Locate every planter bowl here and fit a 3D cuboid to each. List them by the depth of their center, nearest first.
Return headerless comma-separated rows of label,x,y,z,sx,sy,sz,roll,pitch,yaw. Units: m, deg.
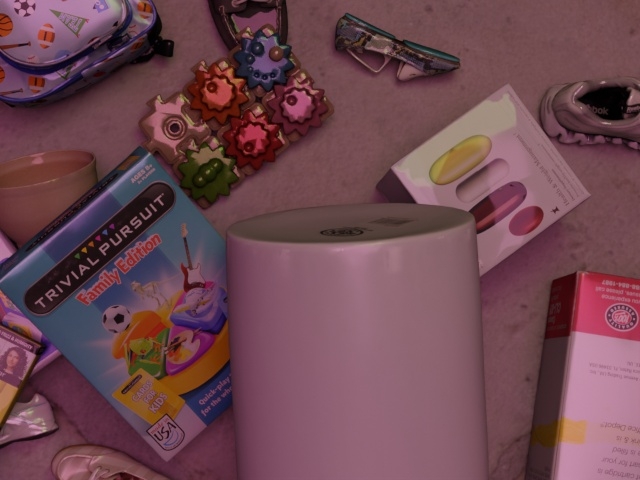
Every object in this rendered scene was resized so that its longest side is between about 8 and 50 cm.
planter bowl,-0.375,-0.048,1.487,0.162,0.162,0.109,-10,112,-5

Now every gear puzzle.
gear puzzle,-0.159,-0.149,1.534,0.339,0.044,0.175,-37,97,2

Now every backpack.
backpack,-0.379,-0.310,1.489,0.263,0.213,0.276,-36,90,4

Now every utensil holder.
utensil holder,0.044,0.165,1.344,0.327,0.327,0.386,-5,101,-4

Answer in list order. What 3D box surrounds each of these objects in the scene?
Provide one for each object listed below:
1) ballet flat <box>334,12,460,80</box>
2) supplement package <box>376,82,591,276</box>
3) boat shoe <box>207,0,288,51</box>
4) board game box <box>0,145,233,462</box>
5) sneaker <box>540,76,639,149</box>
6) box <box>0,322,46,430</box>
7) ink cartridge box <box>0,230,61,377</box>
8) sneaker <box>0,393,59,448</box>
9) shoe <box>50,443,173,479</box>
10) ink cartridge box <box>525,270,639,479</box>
ballet flat,0.107,-0.268,1.588,0.188,0.070,0.070,22,82,1
supplement package,0.220,-0.070,1.521,0.203,0.149,0.194,-36,87,-8
boat shoe,-0.115,-0.411,1.565,0.112,0.095,0.335,-9,84,-5
board game box,-0.221,0.087,1.447,0.254,0.079,0.336,-42,111,-7
sneaker,0.470,-0.184,1.569,0.292,0.118,0.110,0,81,-5
box,-0.452,0.222,1.428,0.087,0.058,0.232,28,84,-3
ink cartridge box,-0.536,0.104,1.493,0.307,0.072,0.304,-36,89,-5
sneaker,-0.438,0.253,1.492,0.152,0.054,0.061,-15,78,-13
shoe,-0.262,0.333,1.486,0.219,0.058,0.077,20,82,-1
ink cartridge box,0.439,0.255,1.491,0.279,0.160,0.385,10,83,-2
